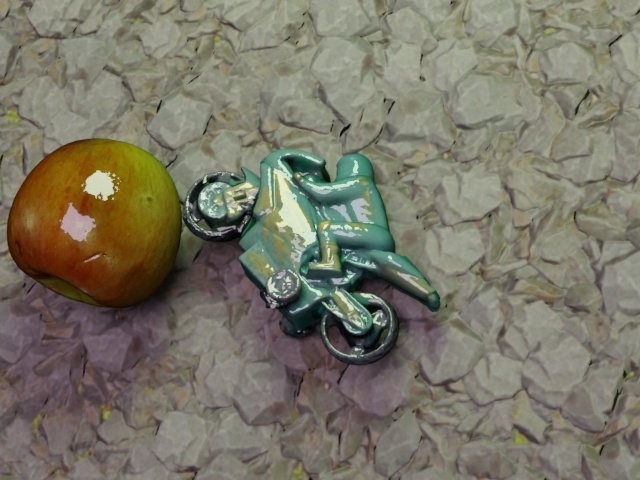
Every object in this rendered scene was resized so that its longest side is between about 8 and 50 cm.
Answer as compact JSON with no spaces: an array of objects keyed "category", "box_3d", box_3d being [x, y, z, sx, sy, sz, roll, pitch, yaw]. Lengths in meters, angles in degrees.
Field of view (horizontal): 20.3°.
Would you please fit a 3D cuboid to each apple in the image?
[{"category":"apple","box_3d":[-0.243,-0.021,1.955,0.196,0.196,0.196,-6,71,17]}]

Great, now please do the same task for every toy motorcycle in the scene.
[{"category":"toy motorcycle","box_3d":[0.001,0.001,1.922,0.198,0.109,0.296,-39,66,-9]}]
